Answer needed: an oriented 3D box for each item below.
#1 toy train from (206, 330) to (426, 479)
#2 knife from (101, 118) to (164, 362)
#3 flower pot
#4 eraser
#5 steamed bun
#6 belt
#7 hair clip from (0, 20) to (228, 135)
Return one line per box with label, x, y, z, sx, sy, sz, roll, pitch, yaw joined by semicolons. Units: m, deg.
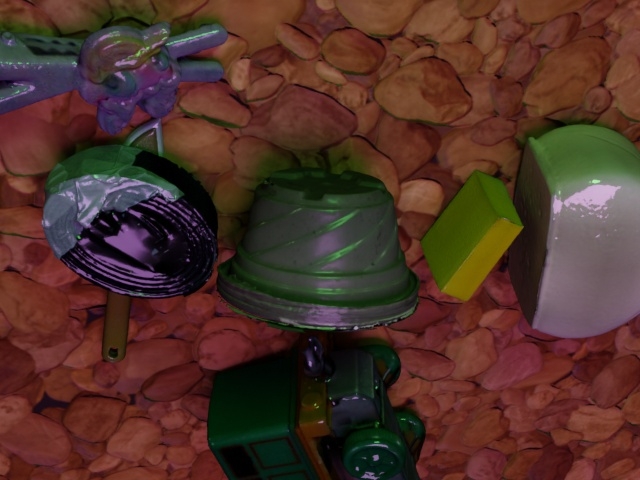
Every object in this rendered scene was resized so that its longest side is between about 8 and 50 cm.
toy train;0.006;0.287;1.343;0.249;0.178;0.429;-12;130;11
knife;-0.213;0.008;1.161;0.061;0.027;0.343;6;124;-9
flower pot;0.000;0.000;1.102;0.235;0.235;0.141;-1;105;-11
eraser;0.176;-0.006;1.185;0.045;0.097;0.122;21;120;-25
steamed bun;0.318;-0.010;1.177;0.164;0.146;0.242;-3;129;-3
belt;-0.201;-0.020;1.079;0.198;0.078;0.151;27;119;-23
hair clip;-0.229;-0.161;0.984;0.278;0.090;0.137;0;137;-11
